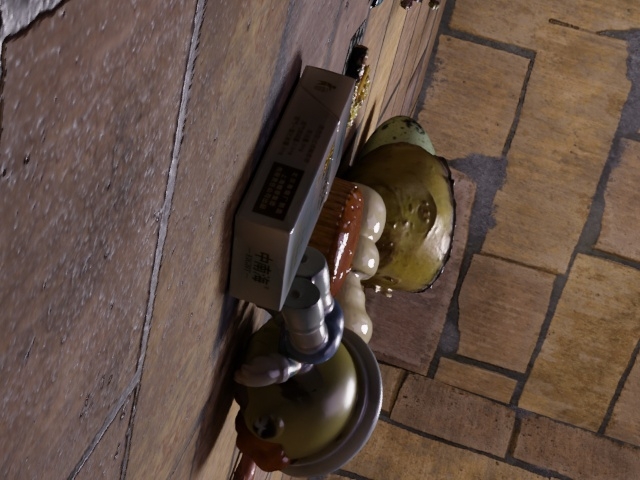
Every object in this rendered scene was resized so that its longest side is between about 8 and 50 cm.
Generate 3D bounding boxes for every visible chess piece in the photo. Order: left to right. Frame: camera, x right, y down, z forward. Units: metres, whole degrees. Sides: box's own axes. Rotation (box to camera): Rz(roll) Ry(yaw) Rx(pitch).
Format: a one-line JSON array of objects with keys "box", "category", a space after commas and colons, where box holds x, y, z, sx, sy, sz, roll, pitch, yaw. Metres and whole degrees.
[{"box": [0.027, 0.048, 2.008, 0.167, 0.167, 0.300, 84, 17, -77], "category": "chess piece"}]

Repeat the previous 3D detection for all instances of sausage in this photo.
[{"box": [-0.118, 0.363, 2.034, 0.042, 0.036, 0.158, 67, 41, -70], "category": "sausage"}]

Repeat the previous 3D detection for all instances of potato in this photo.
[{"box": [0.104, -0.061, 2.213, 0.246, 0.196, 0.300, -52, -143, 31], "category": "potato"}]

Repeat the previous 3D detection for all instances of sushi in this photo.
[{"box": [0.057, -0.264, 1.850, 0.126, 0.026, 0.120, -62, 168, -64], "category": "sushi"}]

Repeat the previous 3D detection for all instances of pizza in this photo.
[{"box": [0.060, -0.230, 2.004, 0.123, 0.026, 0.109, -66, 174, -54], "category": "pizza"}]

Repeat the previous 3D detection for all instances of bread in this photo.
[{"box": [0.000, 0.001, 1.707, 0.199, 0.104, 0.199, 16, 90, -84], "category": "bread"}]

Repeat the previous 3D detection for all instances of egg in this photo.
[{"box": [0.157, -0.144, 2.489, 0.177, 0.177, 0.228, 52, 42, -84], "category": "egg"}]

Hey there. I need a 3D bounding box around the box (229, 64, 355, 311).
[{"box": [-0.031, -0.061, 1.381, 0.155, 0.067, 0.243, 103, 7, -54], "category": "box"}]

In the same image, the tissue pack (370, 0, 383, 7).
[{"box": [0.106, -0.411, 1.888, 0.138, 0.027, 0.085, -69, 174, -63], "category": "tissue pack"}]

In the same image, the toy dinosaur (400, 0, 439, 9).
[{"box": [0.222, -0.549, 2.359, 0.251, 0.072, 0.200, -67, 173, -56], "category": "toy dinosaur"}]

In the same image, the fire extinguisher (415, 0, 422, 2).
[{"box": [0.188, -0.526, 2.221, 0.062, 0.050, 0.177, -14, 124, -62], "category": "fire extinguisher"}]

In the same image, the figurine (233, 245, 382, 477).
[{"box": [-0.017, 0.173, 1.579, 0.382, 0.205, 0.225, 92, 4, -66], "category": "figurine"}]
